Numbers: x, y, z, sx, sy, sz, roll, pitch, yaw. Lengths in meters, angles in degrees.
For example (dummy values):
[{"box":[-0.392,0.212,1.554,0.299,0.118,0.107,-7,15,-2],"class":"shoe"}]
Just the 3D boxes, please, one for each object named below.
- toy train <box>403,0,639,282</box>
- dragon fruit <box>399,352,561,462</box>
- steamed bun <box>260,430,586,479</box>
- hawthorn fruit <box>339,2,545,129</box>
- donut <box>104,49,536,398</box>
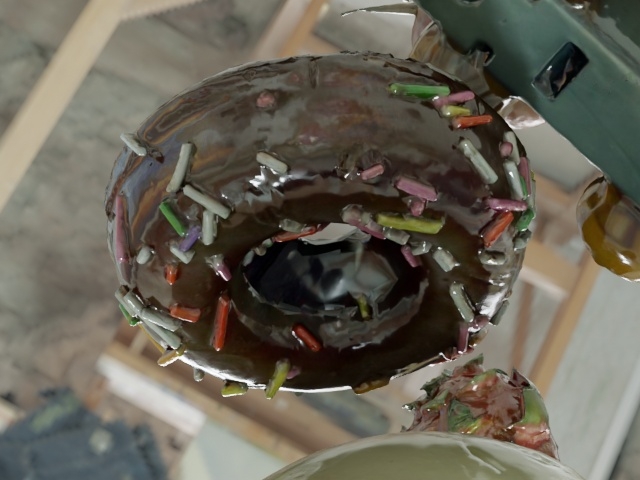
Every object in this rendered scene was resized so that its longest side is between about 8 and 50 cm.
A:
[{"box":[0.219,-0.117,1.117,0.369,0.231,0.163,42,133,2],"class":"toy train"},{"box":[0.146,0.196,1.466,0.135,0.137,0.236,51,-174,-40],"class":"dragon fruit"},{"box":[0.031,0.250,1.034,0.312,0.334,0.233,-26,135,37],"class":"steamed bun"},{"box":[0.137,-0.178,1.419,0.189,0.149,0.149,42,157,12],"class":"hawthorn fruit"},{"box":[0.000,0.000,1.050,0.269,0.103,0.270,-3,141,-2],"class":"donut"}]
